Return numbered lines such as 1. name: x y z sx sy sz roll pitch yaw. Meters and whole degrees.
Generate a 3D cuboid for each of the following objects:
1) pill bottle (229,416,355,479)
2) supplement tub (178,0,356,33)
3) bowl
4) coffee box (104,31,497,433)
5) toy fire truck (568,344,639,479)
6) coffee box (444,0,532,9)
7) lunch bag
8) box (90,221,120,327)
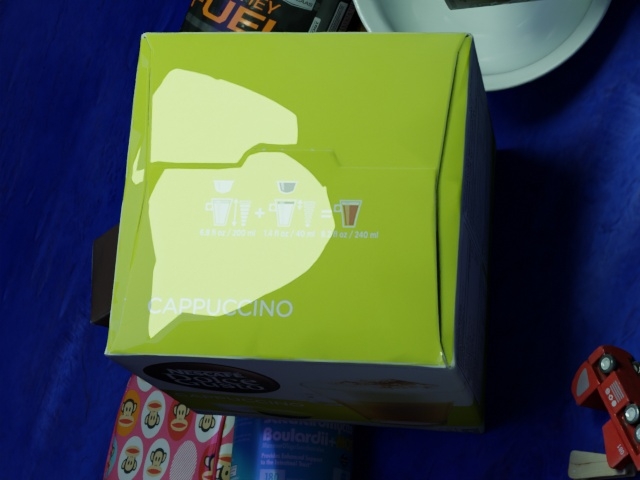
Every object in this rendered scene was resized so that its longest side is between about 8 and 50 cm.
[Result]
1. pill bottle: -0.031 0.214 1.765 0.146 0.146 0.264 -18 63 50
2. supplement tub: -0.069 -0.299 1.974 0.207 0.207 0.338 39 109 53
3. bowl: 0.184 -0.304 1.638 0.298 0.134 0.297 -1 87 11
4. coffee box: 0.000 0.000 1.535 0.338 0.334 0.338 1 74 12
5. toy fire truck: 0.281 0.211 1.423 0.135 0.047 0.192 -52 40 30
6. coffee box: 0.239 -0.306 1.487 0.247 0.141 0.098 -5 85 12
7. lunch bag: -0.170 0.255 1.965 0.293 0.120 0.258 -4 73 54
8. box: -0.127 0.011 1.946 0.381 0.191 0.143 -31 52 43
